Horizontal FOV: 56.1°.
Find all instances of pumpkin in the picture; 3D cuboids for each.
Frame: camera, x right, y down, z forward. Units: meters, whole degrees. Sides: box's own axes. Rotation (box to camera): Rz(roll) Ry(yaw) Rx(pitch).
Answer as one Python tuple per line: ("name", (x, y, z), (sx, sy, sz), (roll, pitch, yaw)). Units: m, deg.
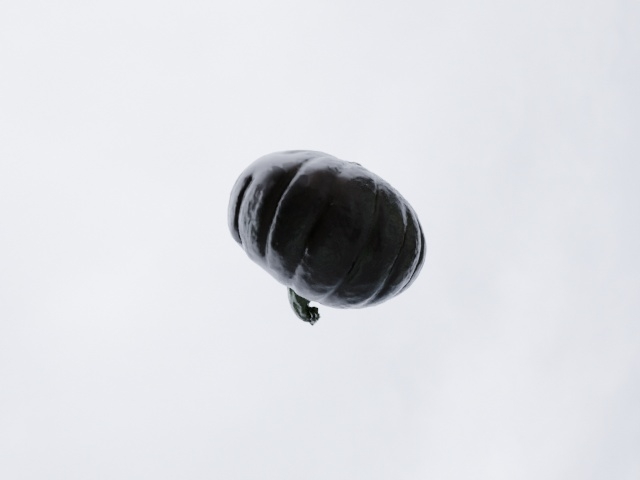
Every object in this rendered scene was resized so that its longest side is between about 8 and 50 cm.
("pumpkin", (0.005, -0.012, 0.559), (0.150, 0.194, 0.194), (-47, -52, -14))
